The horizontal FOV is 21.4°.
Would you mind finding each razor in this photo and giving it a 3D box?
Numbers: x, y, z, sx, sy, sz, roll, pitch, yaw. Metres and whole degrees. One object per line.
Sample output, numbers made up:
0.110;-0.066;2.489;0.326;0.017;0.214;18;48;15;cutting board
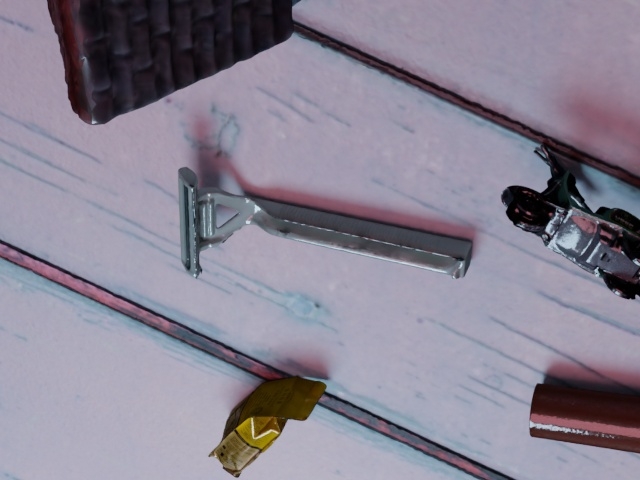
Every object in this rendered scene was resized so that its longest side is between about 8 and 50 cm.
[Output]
0.003;-0.006;1.582;0.278;0.056;0.111;8;128;8;razor

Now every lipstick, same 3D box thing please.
0.372;0.181;1.560;0.357;0.057;0.057;7;126;17;lipstick

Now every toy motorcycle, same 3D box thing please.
0.236;-0.013;1.450;0.173;0.100;0.058;26;129;-1;toy motorcycle

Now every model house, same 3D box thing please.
-0.163;-0.270;1.271;0.297;0.339;0.360;9;127;13;model house

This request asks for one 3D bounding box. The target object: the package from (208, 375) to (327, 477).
-0.057;0.181;1.721;0.047;0.071;0.131;42;130;-6;package
